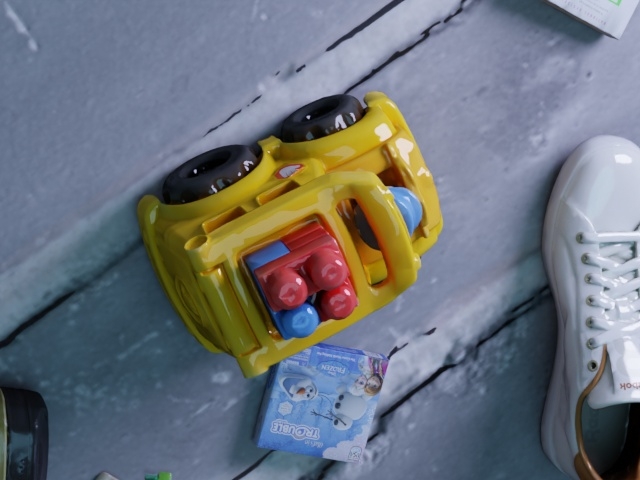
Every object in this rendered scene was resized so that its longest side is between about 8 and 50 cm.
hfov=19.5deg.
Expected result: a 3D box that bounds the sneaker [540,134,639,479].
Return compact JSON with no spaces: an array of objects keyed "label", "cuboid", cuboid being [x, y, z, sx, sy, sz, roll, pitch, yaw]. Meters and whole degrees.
[{"label":"sneaker","cuboid":[0.242,0.065,1.476,0.106,0.123,0.290,-4,103,-13]}]

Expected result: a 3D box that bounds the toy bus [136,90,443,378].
[{"label":"toy bus","cuboid":[0.000,0.000,1.342,0.220,0.211,0.149,-27,108,-10]}]

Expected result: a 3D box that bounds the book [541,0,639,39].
[{"label":"book","cuboid":[0.224,-0.241,1.443,0.096,0.035,0.144,24,95,-24]}]

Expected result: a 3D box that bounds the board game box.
[{"label":"board game box","cuboid":[0.000,0.127,1.474,0.090,0.020,0.090,11,102,-19]}]

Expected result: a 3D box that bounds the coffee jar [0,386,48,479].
[{"label":"coffee jar","cuboid":[-0.292,0.156,1.365,0.184,0.079,0.096,0,104,-17]}]

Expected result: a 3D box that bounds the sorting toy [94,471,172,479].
[{"label":"sorting toy","cuboid":[-0.154,0.208,1.454,0.062,0.012,0.083,35,93,-21]}]
